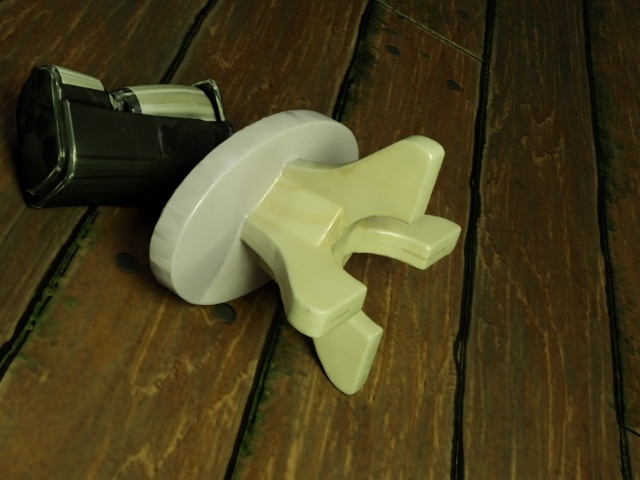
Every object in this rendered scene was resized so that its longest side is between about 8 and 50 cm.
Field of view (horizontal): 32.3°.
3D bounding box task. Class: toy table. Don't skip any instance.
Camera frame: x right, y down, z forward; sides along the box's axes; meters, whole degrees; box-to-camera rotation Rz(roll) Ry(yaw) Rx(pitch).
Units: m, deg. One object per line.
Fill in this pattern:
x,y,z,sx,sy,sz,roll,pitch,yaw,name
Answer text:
0.000,0.000,0.977,0.161,0.252,0.274,29,42,23,toy table

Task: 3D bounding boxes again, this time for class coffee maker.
-0.171,-0.073,1.002,0.178,0.120,0.171,-2,49,-39,coffee maker
